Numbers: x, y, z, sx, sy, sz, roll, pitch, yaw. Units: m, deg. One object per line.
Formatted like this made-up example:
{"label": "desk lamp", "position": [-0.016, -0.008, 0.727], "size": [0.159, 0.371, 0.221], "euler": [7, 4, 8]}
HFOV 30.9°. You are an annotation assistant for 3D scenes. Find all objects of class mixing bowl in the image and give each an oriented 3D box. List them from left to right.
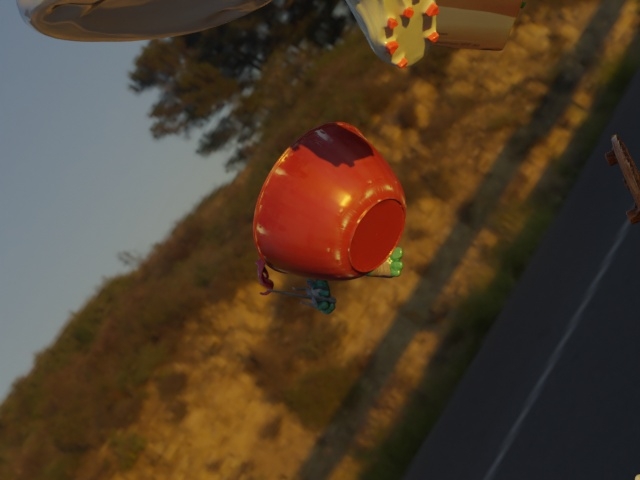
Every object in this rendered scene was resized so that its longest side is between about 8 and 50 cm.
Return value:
{"label": "mixing bowl", "position": [0.027, -0.026, 1.238], "size": [0.181, 0.098, 0.181], "euler": [-30, -45, -35]}

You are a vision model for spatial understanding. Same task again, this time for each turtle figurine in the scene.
{"label": "turtle figurine", "position": [0.000, 0.000, 1.471], "size": [0.234, 0.118, 0.175], "euler": [-4, -85, -44]}

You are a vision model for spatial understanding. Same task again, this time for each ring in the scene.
{"label": "ring", "position": [0.510, -0.005, 1.766], "size": [0.032, 0.336, 0.336], "euler": [-25, 9, 17]}

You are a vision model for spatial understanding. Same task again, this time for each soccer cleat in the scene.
{"label": "soccer cleat", "position": [0.042, -0.215, 0.947], "size": [0.068, 0.076, 0.196], "euler": [-41, -36, 0]}

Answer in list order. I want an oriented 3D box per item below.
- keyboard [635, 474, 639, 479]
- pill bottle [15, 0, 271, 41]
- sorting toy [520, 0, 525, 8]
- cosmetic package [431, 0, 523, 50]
{"label": "keyboard", "position": [0.345, 0.292, 1.053], "size": [0.014, 0.256, 0.072], "euler": [-2, 60, 47]}
{"label": "pill bottle", "position": [-0.150, -0.343, 0.845], "size": [0.204, 0.361, 0.204], "euler": [-11, -2, 0]}
{"label": "sorting toy", "position": [0.385, -0.550, 2.075], "size": [0.127, 0.126, 0.365], "euler": [-50, -11, -36]}
{"label": "cosmetic package", "position": [0.210, -0.395, 1.556], "size": [0.296, 0.153, 0.129], "euler": [100, 174, -63]}
